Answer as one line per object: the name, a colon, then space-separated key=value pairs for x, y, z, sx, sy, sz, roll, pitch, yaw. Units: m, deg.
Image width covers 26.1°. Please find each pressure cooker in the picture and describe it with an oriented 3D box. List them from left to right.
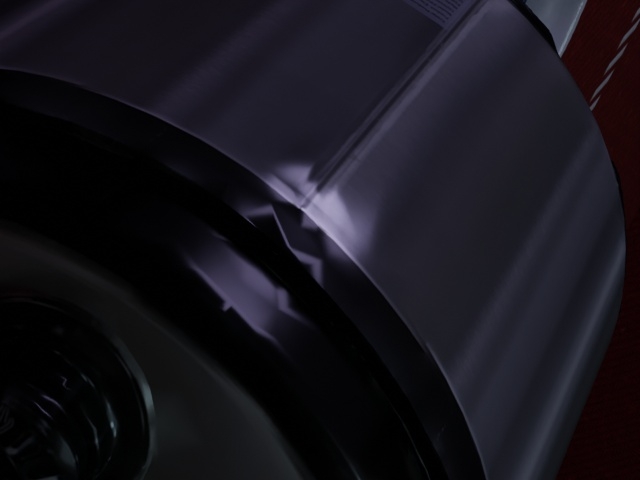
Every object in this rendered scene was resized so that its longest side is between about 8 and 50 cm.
pressure cooker: x=-0.080 y=0.061 z=0.615 sx=0.420 sy=0.370 sz=0.375 roll=-52 pitch=129 yaw=-54

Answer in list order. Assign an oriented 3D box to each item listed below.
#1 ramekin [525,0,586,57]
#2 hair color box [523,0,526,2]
ramekin: x=0.107 y=-0.191 z=1.112 sx=0.277 sy=0.135 sz=0.277 roll=-48 pitch=157 yaw=-29
hair color box: x=0.012 y=-0.125 z=0.917 sx=0.347 sy=0.174 sz=0.105 roll=-63 pitch=159 yaw=6
